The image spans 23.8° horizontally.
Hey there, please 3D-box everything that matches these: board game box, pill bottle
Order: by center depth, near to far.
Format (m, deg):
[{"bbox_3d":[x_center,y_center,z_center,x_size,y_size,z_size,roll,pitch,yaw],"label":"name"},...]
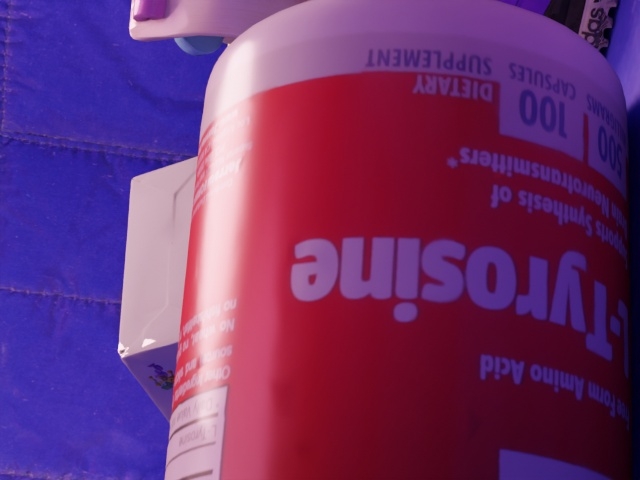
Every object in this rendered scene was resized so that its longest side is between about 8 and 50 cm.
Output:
[{"bbox_3d":[0.039,0.103,0.752,0.229,0.229,0.408,119,157,-67],"label":"pill bottle"},{"bbox_3d":[-0.066,0.105,1.365,0.224,0.097,0.303,-92,-20,-46],"label":"board game box"}]

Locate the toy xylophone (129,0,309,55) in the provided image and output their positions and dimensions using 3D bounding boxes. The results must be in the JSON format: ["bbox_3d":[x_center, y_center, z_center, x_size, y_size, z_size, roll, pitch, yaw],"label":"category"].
[{"bbox_3d":[0.016,-0.190,1.109,0.081,0.322,0.236,-6,66,46],"label":"toy xylophone"}]

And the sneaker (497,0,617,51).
[{"bbox_3d":[0.104,-0.215,0.866,0.102,0.146,0.293,-115,33,-74],"label":"sneaker"}]
